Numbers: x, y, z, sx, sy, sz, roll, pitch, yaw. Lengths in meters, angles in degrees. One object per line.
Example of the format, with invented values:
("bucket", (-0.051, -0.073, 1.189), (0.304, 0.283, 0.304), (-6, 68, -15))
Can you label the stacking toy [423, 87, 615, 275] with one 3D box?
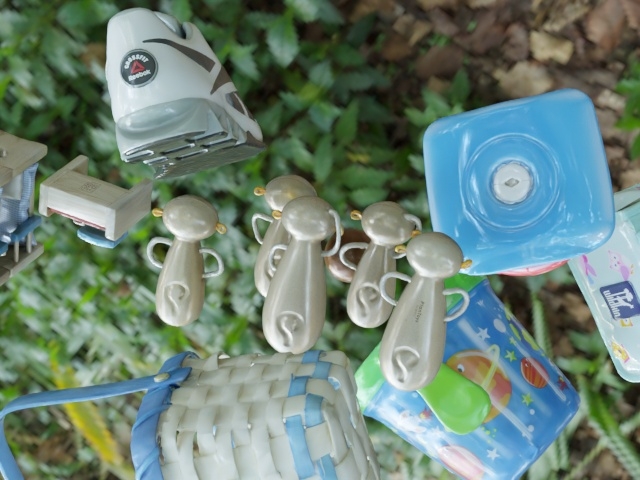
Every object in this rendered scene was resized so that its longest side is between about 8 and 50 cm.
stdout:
("stacking toy", (0.231, -0.037, 1.366), (0.175, 0.166, 0.302), (-12, 170, 19))

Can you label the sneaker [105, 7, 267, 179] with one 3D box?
("sneaker", (-0.132, -0.142, 1.258), (0.330, 0.122, 0.146), (70, -176, -85))

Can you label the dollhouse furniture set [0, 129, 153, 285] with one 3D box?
("dollhouse furniture set", (-0.280, -0.006, 1.288), (0.183, 0.129, 0.129), (18, 122, 15))

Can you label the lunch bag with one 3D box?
("lunch bag", (0.402, 0.049, 1.624), (0.160, 0.262, 0.223), (-24, 92, 8))

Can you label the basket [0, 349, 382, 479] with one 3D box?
("basket", (-0.092, 0.219, 1.032), (0.289, 0.201, 0.255), (-14, 105, 7))

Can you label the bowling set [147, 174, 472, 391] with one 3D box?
("bowling set", (0.000, 0.000, 1.203), (0.287, 0.200, 0.154), (14, 120, 6))

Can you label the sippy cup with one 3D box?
("sippy cup", (0.185, 0.182, 1.600), (0.224, 0.305, 0.240), (43, 132, 11))
